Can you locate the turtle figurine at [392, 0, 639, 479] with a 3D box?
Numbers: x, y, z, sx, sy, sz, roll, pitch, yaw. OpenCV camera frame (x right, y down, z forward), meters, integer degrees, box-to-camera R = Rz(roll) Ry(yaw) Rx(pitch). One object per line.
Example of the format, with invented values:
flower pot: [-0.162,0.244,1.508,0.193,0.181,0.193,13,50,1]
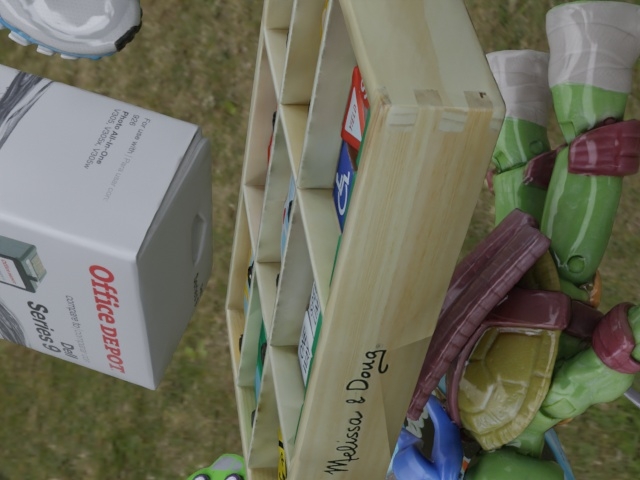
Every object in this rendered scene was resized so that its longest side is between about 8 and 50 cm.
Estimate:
turtle figurine: [0.171,0.022,0.626,0.275,0.198,0.266,-2,81,15]

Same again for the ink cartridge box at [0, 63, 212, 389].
ink cartridge box: [-0.235,-0.023,0.852,0.289,0.211,0.121,17,59,7]

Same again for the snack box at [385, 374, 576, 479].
snack box: [0.124,0.228,0.765,0.060,0.187,0.322,-49,36,27]

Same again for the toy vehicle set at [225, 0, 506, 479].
toy vehicle set: [0.000,0.000,0.445,0.166,0.035,0.266,-103,17,-44]

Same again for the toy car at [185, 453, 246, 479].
toy car: [-0.035,0.231,1.106,0.225,0.239,0.053,-6,48,33]

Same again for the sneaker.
sneaker: [-0.168,-0.166,0.578,0.191,0.083,0.071,41,77,-5]
